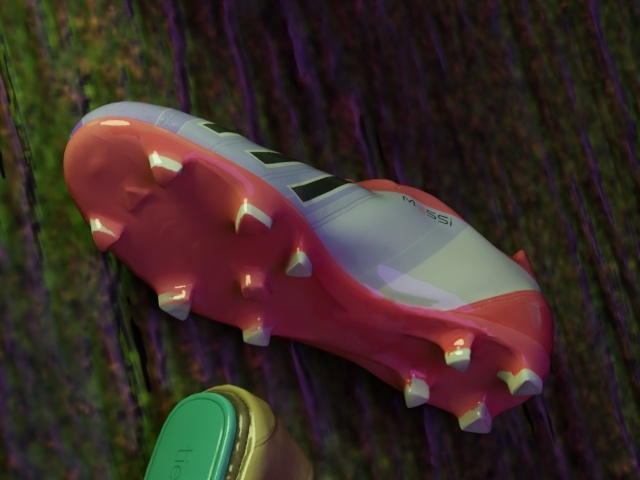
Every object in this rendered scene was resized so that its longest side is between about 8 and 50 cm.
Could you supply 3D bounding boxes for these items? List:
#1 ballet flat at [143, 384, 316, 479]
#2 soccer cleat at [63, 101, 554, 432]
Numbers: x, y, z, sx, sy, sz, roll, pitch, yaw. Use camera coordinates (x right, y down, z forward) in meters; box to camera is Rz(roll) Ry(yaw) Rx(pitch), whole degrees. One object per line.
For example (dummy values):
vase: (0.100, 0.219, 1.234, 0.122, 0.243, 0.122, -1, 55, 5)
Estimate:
ballet flat: (-0.059, 0.171, 0.624, 0.073, 0.080, 0.232, 42, 64, -39)
soccer cleat: (0.000, 0.000, 0.693, 0.248, 0.083, 0.095, 28, 40, -23)
